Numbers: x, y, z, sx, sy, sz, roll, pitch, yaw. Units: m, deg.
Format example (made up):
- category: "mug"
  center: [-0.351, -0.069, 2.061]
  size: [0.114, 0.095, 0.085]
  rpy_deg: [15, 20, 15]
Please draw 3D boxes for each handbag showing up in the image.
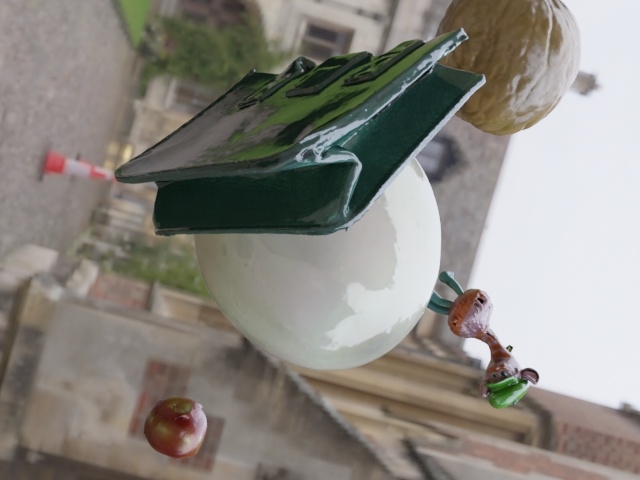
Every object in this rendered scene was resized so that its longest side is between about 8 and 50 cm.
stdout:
- category: "handbag"
  center: [-0.025, -0.097, 1.260]
  size: [0.238, 0.089, 0.326]
  rpy_deg: [-42, -157, -31]

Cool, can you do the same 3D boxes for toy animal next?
- category: "toy animal"
  center: [0.217, 0.132, 1.856]
  size: [0.100, 0.208, 0.103]
  rpy_deg: [-44, 162, 11]

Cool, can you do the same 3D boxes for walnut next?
- category: "walnut"
  center: [0.259, -0.261, 1.913]
  size: [0.228, 0.228, 0.228]
  rpy_deg: [-164, -90, -83]

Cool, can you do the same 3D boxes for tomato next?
- category: "tomato"
  center: [-0.193, 0.248, 1.810]
  size: [0.087, 0.087, 0.075]
  rpy_deg: [-90, -163, -65]

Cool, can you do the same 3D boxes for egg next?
- category: "egg"
  center: [0.000, 0.000, 1.529]
  size: [0.345, 0.283, 0.283]
  rpy_deg: [-111, -145, -57]
